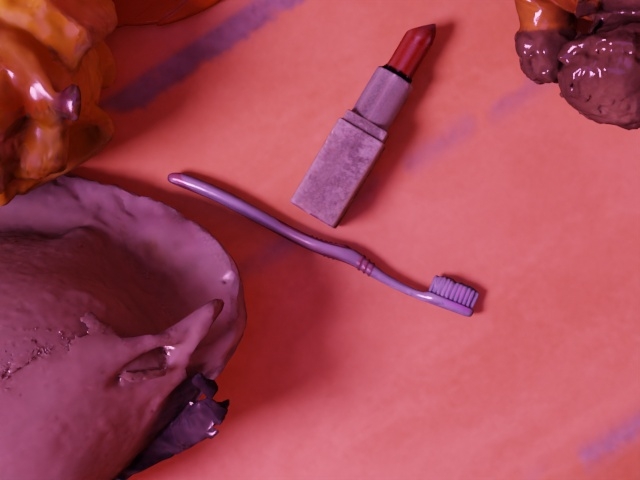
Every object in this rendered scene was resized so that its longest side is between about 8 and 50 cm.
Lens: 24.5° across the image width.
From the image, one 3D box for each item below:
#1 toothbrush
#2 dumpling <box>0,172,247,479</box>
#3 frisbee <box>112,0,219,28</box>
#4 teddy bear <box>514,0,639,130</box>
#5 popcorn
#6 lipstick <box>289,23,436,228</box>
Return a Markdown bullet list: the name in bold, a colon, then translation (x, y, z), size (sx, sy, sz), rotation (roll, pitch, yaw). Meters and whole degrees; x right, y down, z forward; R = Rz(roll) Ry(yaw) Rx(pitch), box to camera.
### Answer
- **toothbrush**: translation (0.000, 0.000, 0.848), size (0.193, 0.013, 0.019), rotation (23, 86, 5)
- **dumpling**: translation (-0.183, 0.073, 0.811), size (0.293, 0.204, 0.163), rotation (-25, 119, -10)
- **frisbee**: translation (-0.111, -0.217, 0.838), size (0.192, 0.035, 0.192), rotation (0, 95, 1)
- **teddy bear**: translation (0.126, -0.169, 0.782), size (0.190, 0.177, 0.140), rotation (17, 47, 5)
- **popcorn**: translation (-0.186, -0.089, 0.799), size (0.167, 0.152, 0.148), rotation (-40, 118, -10)
- **lipstick**: translation (0.029, -0.069, 0.838), size (0.030, 0.030, 0.129), rotation (31, 91, 5)
